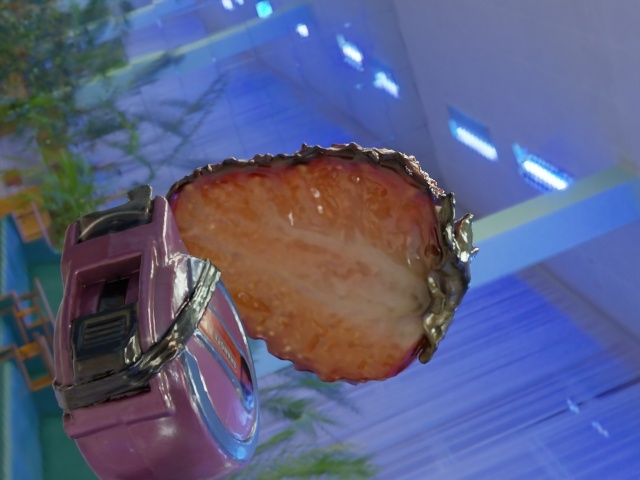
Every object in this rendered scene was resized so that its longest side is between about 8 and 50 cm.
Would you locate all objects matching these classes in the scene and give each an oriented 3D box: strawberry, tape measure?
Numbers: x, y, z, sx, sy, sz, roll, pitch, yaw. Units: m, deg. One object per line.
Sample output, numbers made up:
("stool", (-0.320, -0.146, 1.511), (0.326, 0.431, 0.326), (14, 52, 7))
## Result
("strawberry", (0.000, 0.000, 0.741), (0.111, 0.236, 0.190), (-62, 170, -72))
("tape measure", (-0.077, 0.055, 0.448), (0.125, 0.074, 0.118), (-92, 163, -47))
